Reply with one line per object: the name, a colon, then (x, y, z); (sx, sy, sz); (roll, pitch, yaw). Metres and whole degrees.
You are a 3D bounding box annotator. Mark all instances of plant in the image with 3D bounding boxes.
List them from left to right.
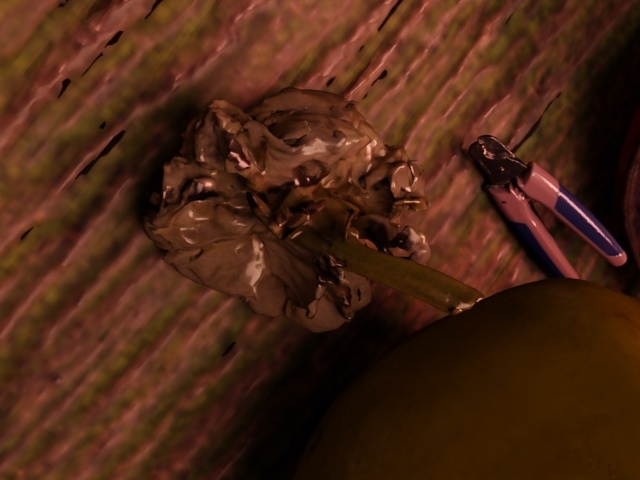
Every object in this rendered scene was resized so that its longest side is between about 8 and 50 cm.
plant: (0.000, 0.000, 0.384); (0.116, 0.122, 0.104); (1, 116, -40)

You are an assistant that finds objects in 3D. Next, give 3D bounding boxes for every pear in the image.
pear: (0.093, 0.171, 0.419); (0.253, 0.253, 0.307); (20, 101, -35)

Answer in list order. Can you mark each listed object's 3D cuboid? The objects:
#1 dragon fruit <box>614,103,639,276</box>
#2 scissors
dragon fruit: (0.268, -0.055, 0.521); (0.148, 0.218, 0.224); (-71, 149, -49)
scissors: (0.111, -0.015, 0.499); (0.039, 0.012, 0.113); (-31, 124, 30)
